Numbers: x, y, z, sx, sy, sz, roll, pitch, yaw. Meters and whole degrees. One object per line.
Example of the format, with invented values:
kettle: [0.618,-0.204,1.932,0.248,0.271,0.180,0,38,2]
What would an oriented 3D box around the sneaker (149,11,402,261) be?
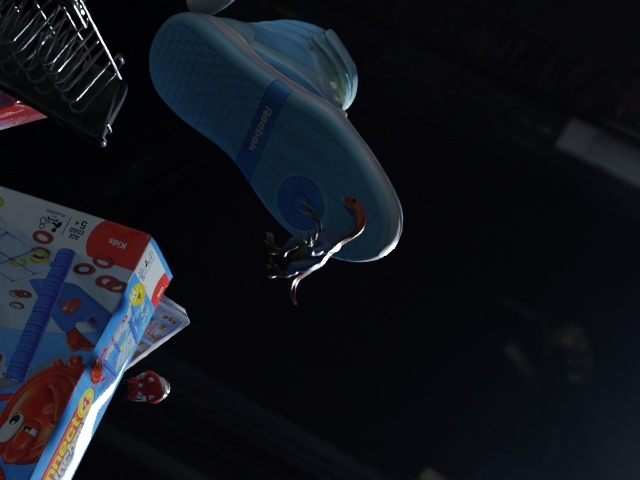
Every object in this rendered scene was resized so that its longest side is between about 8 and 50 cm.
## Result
sneaker: [0.002,-0.118,1.245,0.319,0.127,0.208,47,-147,18]

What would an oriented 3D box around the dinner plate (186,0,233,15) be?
dinner plate: [-0.081,-0.277,1.231,0.017,0.141,0.141,33,-151,15]

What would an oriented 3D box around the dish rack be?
dish rack: [-0.274,-0.193,1.084,0.208,0.074,0.271,29,169,7]

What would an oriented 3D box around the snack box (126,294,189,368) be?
snack box: [-0.219,0.116,1.269,0.064,0.178,0.022,43,-166,-52]

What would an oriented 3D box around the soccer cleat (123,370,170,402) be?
soccer cleat: [-0.146,0.129,1.107,0.036,0.029,0.083,1,171,-27]

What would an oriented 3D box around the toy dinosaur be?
toy dinosaur: [0.000,0.000,0.920,0.082,0.090,0.047,-13,-126,16]

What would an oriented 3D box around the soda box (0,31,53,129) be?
soda box: [-0.412,-0.161,1.404,0.263,0.092,0.083,-11,174,30]

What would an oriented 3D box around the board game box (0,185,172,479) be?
board game box: [-0.338,0.096,1.132,0.308,0.086,0.302,17,-115,14]
